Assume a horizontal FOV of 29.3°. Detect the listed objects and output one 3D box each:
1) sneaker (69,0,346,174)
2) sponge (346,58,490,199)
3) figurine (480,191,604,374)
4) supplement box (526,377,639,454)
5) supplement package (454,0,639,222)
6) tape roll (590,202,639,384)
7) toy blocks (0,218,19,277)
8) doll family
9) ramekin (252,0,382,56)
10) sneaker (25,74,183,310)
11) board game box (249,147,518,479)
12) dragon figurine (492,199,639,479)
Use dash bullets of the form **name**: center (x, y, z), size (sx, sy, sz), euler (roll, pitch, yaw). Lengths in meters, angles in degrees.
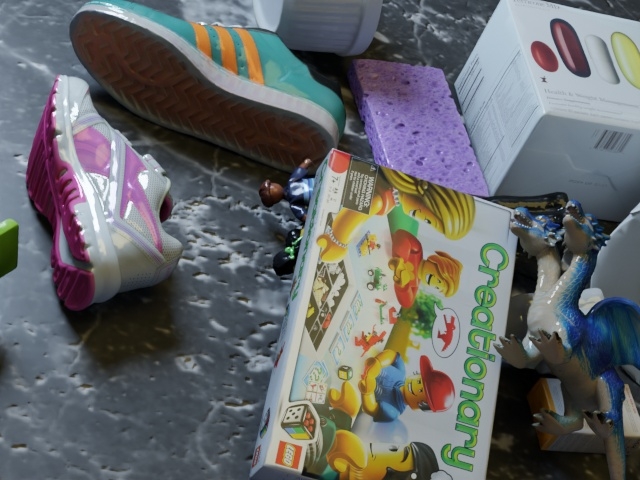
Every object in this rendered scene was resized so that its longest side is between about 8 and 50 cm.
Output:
- **sneaker**: center (-0.113, -0.178, 1.291), size (0.302, 0.108, 0.121), euler (26, 42, -11)
- **sponge**: center (0.108, -0.122, 1.387), size (0.117, 0.031, 0.210), euler (4, 48, -22)
- **figurine**: center (0.159, 0.044, 1.223), size (0.209, 0.092, 0.215), euler (1, 48, -13)
- **supplement box**: center (0.253, 0.168, 1.170), size (0.098, 0.036, 0.062), euler (7, 47, -18)
- **supplement package**: center (0.286, -0.150, 1.410), size (0.194, 0.149, 0.203), euler (7, 47, -19)
- **tape roll**: center (0.417, 0.038, 1.223), size (0.246, 0.246, 0.169), euler (40, 45, 14)
- **toy blocks**: center (-0.457, 0.013, 0.913), size (0.261, 0.190, 0.381), euler (29, 41, 20)
- **doll family**: center (0.000, 0.000, 1.187), size (0.111, 0.076, 0.193), euler (-6, 40, 0)
- **ramekin**: center (-0.011, -0.313, 1.396), size (0.109, 0.207, 0.207), euler (-4, 50, -16)
- **sneaker**: center (-0.199, -0.046, 1.131), size (0.111, 0.103, 0.252), euler (0, 55, -30)
- **board game box**: center (0.064, 0.085, 1.080), size (0.193, 0.053, 0.305), euler (17, 63, -11)
- **dragon figurine**: center (0.247, 0.103, 1.096), size (0.144, 0.085, 0.289), euler (-38, 100, -37)
